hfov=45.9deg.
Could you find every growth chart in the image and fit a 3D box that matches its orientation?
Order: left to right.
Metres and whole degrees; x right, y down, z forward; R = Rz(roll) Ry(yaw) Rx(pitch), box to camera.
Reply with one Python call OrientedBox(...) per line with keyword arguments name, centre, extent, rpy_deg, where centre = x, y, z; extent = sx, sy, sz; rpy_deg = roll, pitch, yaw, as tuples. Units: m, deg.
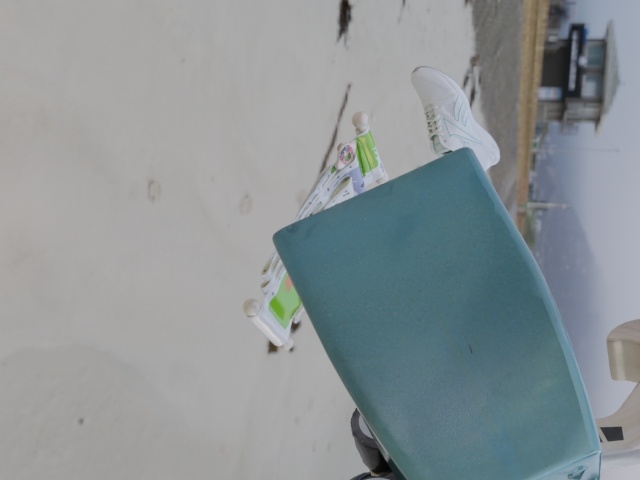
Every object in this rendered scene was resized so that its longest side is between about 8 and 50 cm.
OrientedBox(name="growth chart", centre=(0.000, 0.000, 0.771), extent=(0.237, 0.021, 0.172), rpy_deg=(-59, 158, -4))

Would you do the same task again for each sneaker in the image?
OrientedBox(name="sneaker", centre=(0.152, -0.139, 0.901), extent=(0.152, 0.061, 0.053), rpy_deg=(53, -17, -8))

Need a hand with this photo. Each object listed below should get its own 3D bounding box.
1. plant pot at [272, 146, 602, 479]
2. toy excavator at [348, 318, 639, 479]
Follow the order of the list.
OrientedBox(name="plant pot", centre=(0.094, 0.092, 0.552), extent=(0.166, 0.165, 0.234), rpy_deg=(66, 1, -51))
OrientedBox(name="toy excavator", centre=(0.275, 0.280, 0.938), extent=(0.433, 0.445, 0.222), rpy_deg=(-69, 147, -56))
